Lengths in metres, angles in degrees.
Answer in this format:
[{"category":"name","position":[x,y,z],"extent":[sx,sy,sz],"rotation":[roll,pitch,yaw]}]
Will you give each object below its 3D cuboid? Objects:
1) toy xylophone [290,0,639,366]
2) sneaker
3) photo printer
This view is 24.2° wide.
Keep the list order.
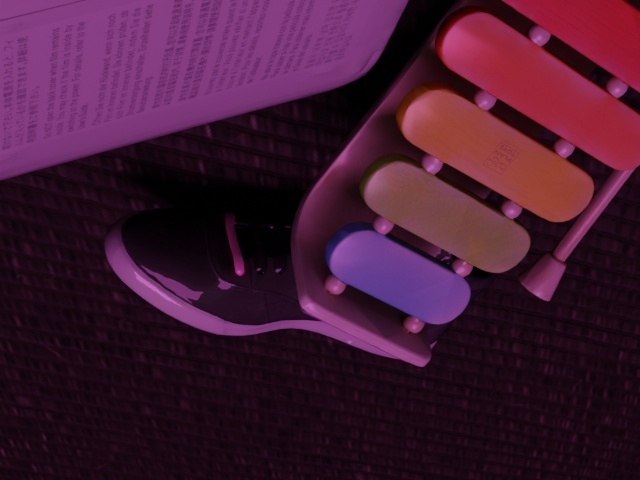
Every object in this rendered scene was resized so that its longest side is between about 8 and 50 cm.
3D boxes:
[{"category":"toy xylophone","position":[0.131,-0.060,0.953],"extent":[0.236,0.081,0.322],"rotation":[18,116,-30]},{"category":"sneaker","position":[0.000,0.000,1.075],"extent":[0.296,0.104,0.147],"rotation":[14,139,-31]},{"category":"photo printer","position":[-0.100,-0.137,0.763],"extent":[0.307,0.107,0.256],"rotation":[-17,163,-18]}]
